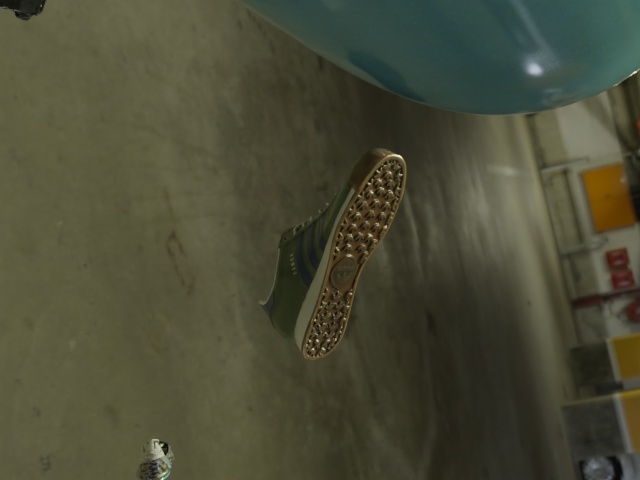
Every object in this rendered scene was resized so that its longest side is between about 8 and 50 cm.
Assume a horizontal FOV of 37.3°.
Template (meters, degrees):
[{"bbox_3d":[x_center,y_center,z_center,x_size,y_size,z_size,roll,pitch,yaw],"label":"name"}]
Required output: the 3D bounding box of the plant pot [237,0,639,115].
[{"bbox_3d":[0.088,-0.202,0.510,0.235,0.293,0.292,33,44,-46],"label":"plant pot"}]

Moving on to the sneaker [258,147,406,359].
[{"bbox_3d":[0.000,0.000,0.821,0.064,0.086,0.192,7,109,-47],"label":"sneaker"}]

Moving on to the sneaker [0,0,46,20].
[{"bbox_3d":[-0.186,-0.194,0.636,0.152,0.058,0.084,-28,150,-47],"label":"sneaker"}]

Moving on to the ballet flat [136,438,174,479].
[{"bbox_3d":[-0.187,0.243,1.057,0.114,0.041,0.041,146,-68,-84],"label":"ballet flat"}]
